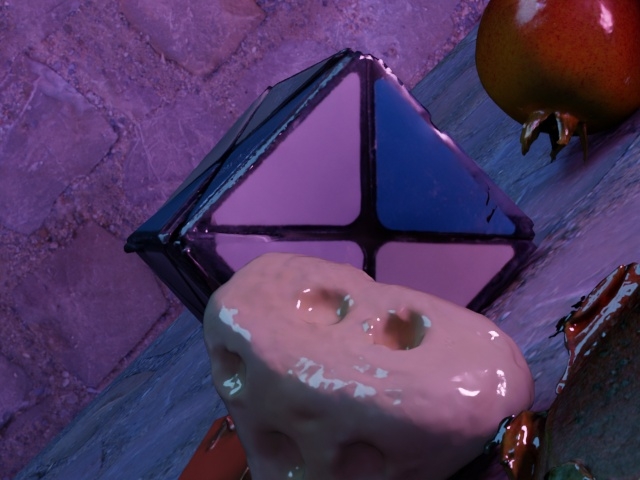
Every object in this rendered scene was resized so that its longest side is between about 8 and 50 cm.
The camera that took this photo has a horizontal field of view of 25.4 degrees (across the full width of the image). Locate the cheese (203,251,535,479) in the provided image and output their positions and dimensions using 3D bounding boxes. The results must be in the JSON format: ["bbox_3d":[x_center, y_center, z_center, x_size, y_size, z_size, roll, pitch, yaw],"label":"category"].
[{"bbox_3d":[0.037,0.116,1.146,0.248,0.251,0.173,-20,8,36],"label":"cheese"}]

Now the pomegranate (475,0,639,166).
[{"bbox_3d":[0.289,-0.213,1.691,0.221,0.221,0.257,-26,47,60],"label":"pomegranate"}]

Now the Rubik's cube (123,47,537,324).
[{"bbox_3d":[0.000,0.000,1.572,0.307,0.310,0.305,-46,9,-11],"label":"Rubik's cube"}]

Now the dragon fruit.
[{"bbox_3d":[0.231,0.073,0.765,0.295,0.130,0.268,-50,11,0],"label":"dragon fruit"}]

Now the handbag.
[{"bbox_3d":[-0.086,0.229,1.326,0.127,0.063,0.190,-27,21,43],"label":"handbag"}]
